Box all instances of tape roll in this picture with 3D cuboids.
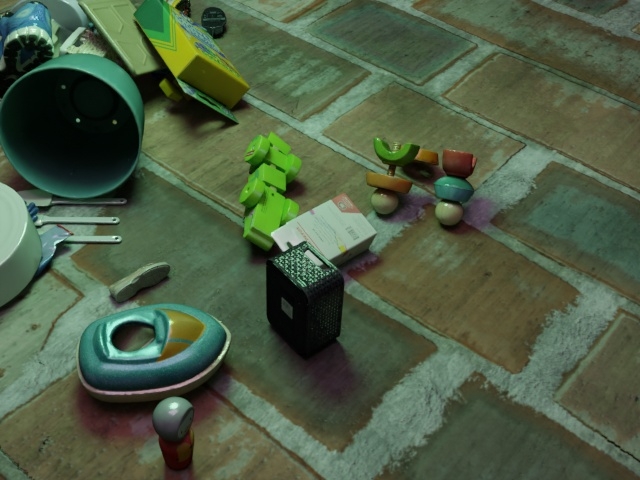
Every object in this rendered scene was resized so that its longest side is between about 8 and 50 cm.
[{"bbox_3d":[-0.690,0.014,1.606,0.286,0.100,0.286,-1,51,1],"label":"tape roll"}]

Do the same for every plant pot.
[{"bbox_3d":[-0.517,-0.273,1.820,0.293,0.293,0.235,1,30,-2],"label":"plant pot"}]

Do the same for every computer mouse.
[{"bbox_3d":[-0.292,-0.557,2.300,0.071,0.041,0.242,-2,51,-4],"label":"computer mouse"}]

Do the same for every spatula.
[{"bbox_3d":[-0.534,-0.048,1.763,0.242,0.019,0.168,-1,43,-4],"label":"spatula"}]

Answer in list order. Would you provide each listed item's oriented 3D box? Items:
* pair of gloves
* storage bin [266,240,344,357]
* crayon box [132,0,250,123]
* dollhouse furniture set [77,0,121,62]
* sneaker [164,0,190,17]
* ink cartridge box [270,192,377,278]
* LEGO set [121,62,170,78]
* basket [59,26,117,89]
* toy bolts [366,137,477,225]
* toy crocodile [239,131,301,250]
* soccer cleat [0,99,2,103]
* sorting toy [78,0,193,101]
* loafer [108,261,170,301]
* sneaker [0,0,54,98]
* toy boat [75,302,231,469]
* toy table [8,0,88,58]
[{"bbox_3d":[-0.606,-0.002,1.694,0.198,0.023,0.159,30,58,25],"label":"pair of gloves"},{"bbox_3d":[-0.030,0.107,1.515,0.084,0.180,0.122,-29,52,-28],"label":"storage bin"},{"bbox_3d":[-0.303,-0.444,2.039,0.083,0.203,0.323,-44,57,15],"label":"crayon box"},{"bbox_3d":[-0.539,-0.557,2.212,0.184,0.129,0.129,28,49,25],"label":"dollhouse furniture set"},{"bbox_3d":[-0.449,-0.617,2.314,0.093,0.088,0.225,12,29,19],"label":"sneaker"},{"bbox_3d":[0.000,0.000,1.689,0.198,0.067,0.115,-28,71,-30],"label":"ink cartridge box"},{"bbox_3d":[-0.472,-0.456,2.140,0.227,0.093,0.087,0,74,-45],"label":"LEGO set"},{"bbox_3d":[-0.559,-0.412,2.039,0.103,0.167,0.113,16,45,4],"label":"basket"},{"bbox_3d":[0.230,-0.121,1.840,0.229,0.158,0.218,12,3,23],"label":"toy bolts"},{"bbox_3d":[-0.117,-0.113,1.800,0.115,0.105,0.340,28,43,-26],"label":"toy crocodile"},{"bbox_3d":[-0.865,-0.292,1.951,0.331,0.116,0.143,20,68,14],"label":"soccer cleat"},{"bbox_3d":[-0.437,-0.454,2.033,0.307,0.041,0.229,53,24,-3],"label":"sorting toy"},{"bbox_3d":[-0.354,0.072,1.633,0.125,0.045,0.039,-32,47,-28],"label":"loafer"},{"bbox_3d":[-0.685,-0.427,1.910,0.130,0.330,0.147,19,59,-35],"label":"sneaker"},{"bbox_3d":[-0.266,0.221,1.406,0.268,0.148,0.318,-12,46,-15],"label":"toy boat"},{"bbox_3d":[-0.706,-0.482,2.065,0.252,0.274,0.160,38,46,-21],"label":"toy table"}]
